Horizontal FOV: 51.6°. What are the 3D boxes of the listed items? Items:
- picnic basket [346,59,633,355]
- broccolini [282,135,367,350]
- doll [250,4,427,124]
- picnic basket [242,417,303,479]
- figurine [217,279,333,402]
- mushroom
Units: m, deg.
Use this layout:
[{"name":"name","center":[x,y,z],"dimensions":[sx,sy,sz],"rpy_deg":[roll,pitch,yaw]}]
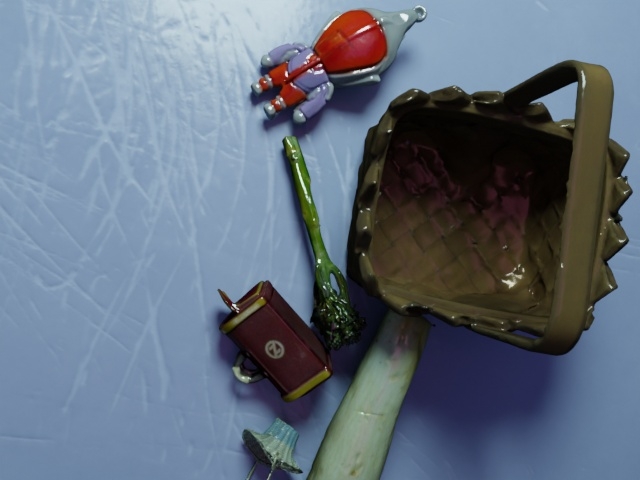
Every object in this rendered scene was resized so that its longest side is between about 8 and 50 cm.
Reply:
[{"name":"picnic basket","center":[0.180,-0.029,0.690],"dimensions":[0.291,0.321,0.255],"rpy_deg":[10,88,-11]},{"name":"broccolini","center":[0.002,0.001,0.777],"dimensions":[0.071,0.057,0.255],"rpy_deg":[-13,80,11]},{"name":"doll","center":[0.026,-0.218,0.780],"dimensions":[0.227,0.075,0.102],"rpy_deg":[-32,85,-4]},{"name":"picnic basket","center":[-0.057,0.244,0.745],"dimensions":[0.083,0.065,0.083],"rpy_deg":[44,62,-13]},{"name":"figurine","center":[-0.066,0.114,0.750],"dimensions":[0.098,0.082,0.154],"rpy_deg":[-42,97,8]},{"name":"mushroom","center":[0.046,0.223,0.752],"dimensions":[0.081,0.100,0.312],"rpy_deg":[24,82,12]}]
